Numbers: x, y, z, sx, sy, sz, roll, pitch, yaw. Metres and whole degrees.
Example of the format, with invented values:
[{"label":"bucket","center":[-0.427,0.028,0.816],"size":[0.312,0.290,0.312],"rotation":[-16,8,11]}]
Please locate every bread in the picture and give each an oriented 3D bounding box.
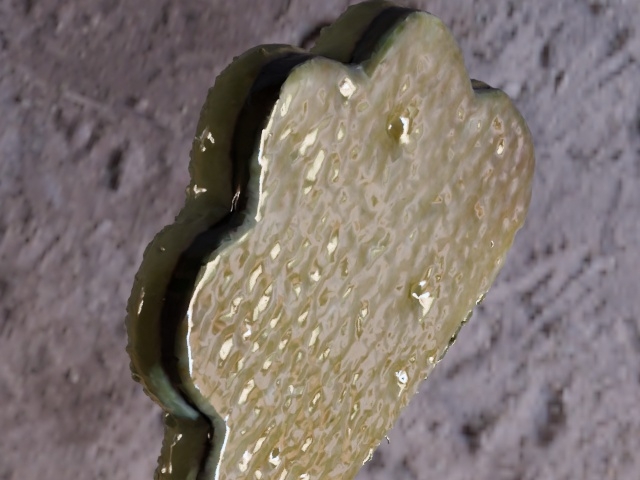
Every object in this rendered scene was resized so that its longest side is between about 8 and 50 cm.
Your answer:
[{"label":"bread","center":[0.000,0.000,0.878],"size":[0.056,0.286,0.207],"rotation":[9,135,37]}]
